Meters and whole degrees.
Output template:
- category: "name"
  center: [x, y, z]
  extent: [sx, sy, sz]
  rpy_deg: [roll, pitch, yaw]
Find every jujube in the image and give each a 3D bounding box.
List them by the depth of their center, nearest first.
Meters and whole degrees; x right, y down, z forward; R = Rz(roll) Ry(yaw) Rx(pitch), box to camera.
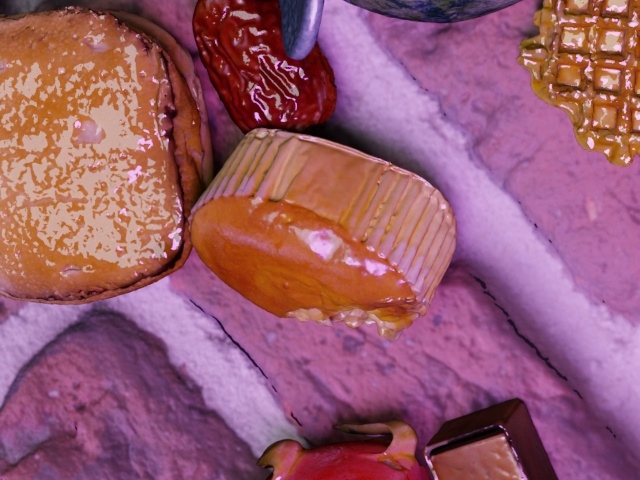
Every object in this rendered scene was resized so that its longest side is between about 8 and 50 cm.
- category: "jujube"
  center: [-0.059, -0.180, 1.363]
  extent: [0.112, 0.109, 0.176]
  rpy_deg: [-31, 88, 0]

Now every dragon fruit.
- category: "dragon fruit"
  center: [0.016, 0.299, 1.391]
  extent: [0.227, 0.224, 0.224]
  rpy_deg: [-4, 100, 22]

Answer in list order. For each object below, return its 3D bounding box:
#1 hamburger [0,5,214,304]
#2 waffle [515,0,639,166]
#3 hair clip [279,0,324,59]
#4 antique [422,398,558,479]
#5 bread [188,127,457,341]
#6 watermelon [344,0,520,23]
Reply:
- category: "hamburger"
  center: [-0.253, -0.087, 1.414]
  extent: [0.284, 0.174, 0.304]
  rpy_deg: [-2, 100, 17]
- category: "waffle"
  center: [0.320, -0.175, 1.258]
  extent: [0.243, 0.059, 0.238]
  rpy_deg: [-36, 88, 20]
- category: "hair clip"
  center: [-0.080, -0.407, 1.179]
  extent: [0.238, 0.318, 0.392]
  rpy_deg: [14, 113, -20]
- category: "antique"
  center: [0.214, 0.323, 1.384]
  extent: [0.093, 0.087, 0.310]
  rpy_deg: [-23, 93, 24]
- category: "bread"
  center: [0.000, 0.000, 1.340]
  extent: [0.250, 0.133, 0.179]
  rpy_deg: [22, 147, 6]
- category: "watermelon"
  center: [0.121, -0.305, 1.240]
  extent: [0.256, 0.260, 0.176]
  rpy_deg: [-11, 85, 4]
